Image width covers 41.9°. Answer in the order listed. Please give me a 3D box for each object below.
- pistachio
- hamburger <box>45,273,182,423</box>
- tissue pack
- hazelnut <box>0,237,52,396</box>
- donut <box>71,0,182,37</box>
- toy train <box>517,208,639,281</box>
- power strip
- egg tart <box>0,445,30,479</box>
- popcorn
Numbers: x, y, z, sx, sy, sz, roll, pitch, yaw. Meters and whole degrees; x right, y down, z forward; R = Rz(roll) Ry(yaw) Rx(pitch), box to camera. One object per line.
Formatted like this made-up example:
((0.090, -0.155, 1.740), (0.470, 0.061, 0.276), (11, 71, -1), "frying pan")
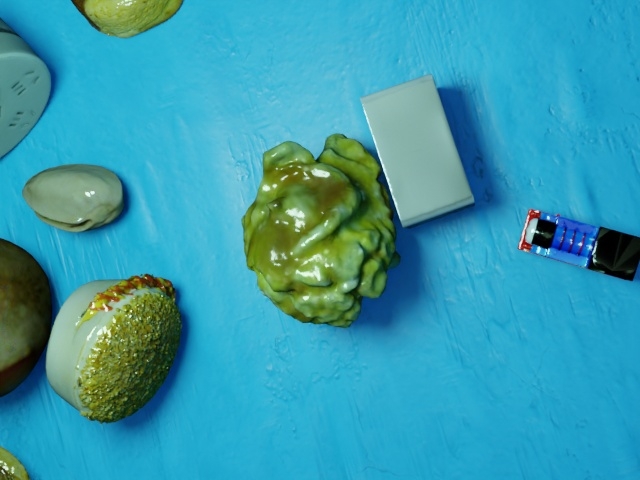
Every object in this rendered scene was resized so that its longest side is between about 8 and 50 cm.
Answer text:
((-0.500, -0.086, 1.699), (0.223, 0.126, 0.152), (1, 57, 17), "pistachio")
((-0.384, 0.206, 1.599), (0.179, 0.276, 0.294), (15, 99, 23), "hamburger")
((0.182, -0.158, 1.528), (0.136, 0.159, 0.246), (-18, 86, 11), "tissue pack")
((-0.711, 0.149, 1.650), (0.366, 0.366, 0.366), (0, 91, 12), "hazelnut")
((-0.446, -0.509, 1.687), (0.295, 0.112, 0.151), (32, 95, 12), "donut")
((0.461, 0.006, 1.481), (0.204, 0.131, 0.083), (16, 94, 12), "toy train")
((-0.712, -0.278, 1.642), (0.161, 0.357, 0.357), (45, 99, 10), "power strip")
((-0.712, 0.557, 1.754), (0.290, 0.115, 0.290), (1, 93, 11), "egg tart")
((-0.002, -0.007, 1.521), (0.279, 0.274, 0.335), (-54, 36, 38), "popcorn")
